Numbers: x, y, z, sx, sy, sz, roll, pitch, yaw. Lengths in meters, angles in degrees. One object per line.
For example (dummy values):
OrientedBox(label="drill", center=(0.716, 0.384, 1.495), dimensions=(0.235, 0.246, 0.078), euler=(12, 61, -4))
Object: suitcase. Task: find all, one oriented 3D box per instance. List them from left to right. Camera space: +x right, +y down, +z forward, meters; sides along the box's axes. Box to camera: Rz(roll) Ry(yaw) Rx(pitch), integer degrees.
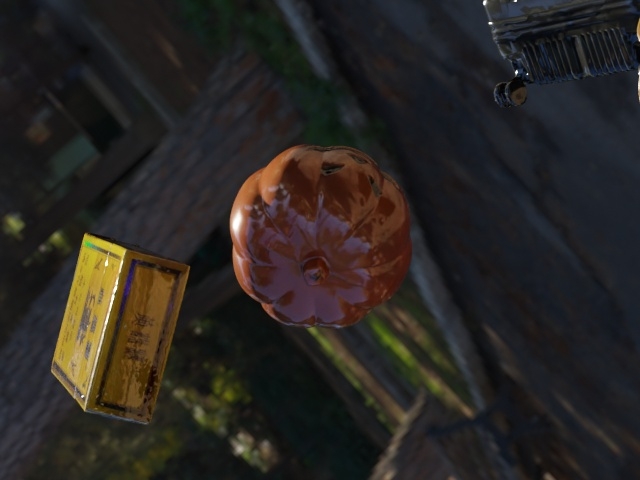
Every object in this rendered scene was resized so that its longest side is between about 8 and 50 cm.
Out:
OrientedBox(label="suitcase", center=(0.340, -0.272, 1.454), dimensions=(0.229, 0.335, 0.152), euler=(-1, 114, 55))

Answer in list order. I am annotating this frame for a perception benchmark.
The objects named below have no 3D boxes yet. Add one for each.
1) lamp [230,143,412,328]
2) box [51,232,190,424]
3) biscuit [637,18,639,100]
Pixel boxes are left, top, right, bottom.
OrientedBox(label="lamp", center=(0.000, 0.000, 1.437), dimensions=(0.187, 0.187, 0.164), euler=(49, -160, -16))
OrientedBox(label="box", center=(-0.251, 0.100, 1.765), dimensions=(0.084, 0.193, 0.301), euler=(13, 180, -18))
OrientedBox(label="biscuit", center=(0.306, -0.169, 1.225), dimensions=(0.023, 0.140, 0.118), euler=(7, -158, -27))
